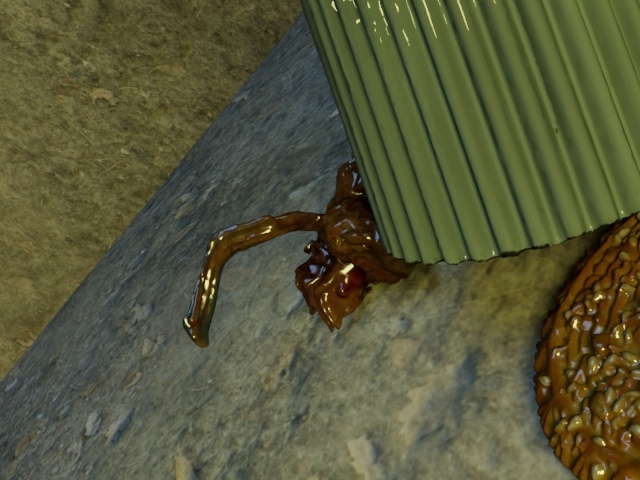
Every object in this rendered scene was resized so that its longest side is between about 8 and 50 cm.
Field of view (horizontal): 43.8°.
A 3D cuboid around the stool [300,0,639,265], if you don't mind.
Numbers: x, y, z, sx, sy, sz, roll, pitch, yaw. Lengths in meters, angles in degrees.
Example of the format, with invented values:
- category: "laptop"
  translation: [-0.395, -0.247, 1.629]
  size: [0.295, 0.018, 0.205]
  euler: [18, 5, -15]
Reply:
- category: "stool"
  translation: [0.124, -0.192, 0.623]
  size: [0.297, 0.330, 0.297]
  euler: [-23, 15, 6]

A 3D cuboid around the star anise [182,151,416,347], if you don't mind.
- category: "star anise"
  translation: [0.003, 0.010, 0.867]
  size: [0.346, 0.148, 0.237]
  euler: [-32, 19, 4]

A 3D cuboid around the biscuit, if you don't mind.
- category: "biscuit"
  translation: [0.257, 0.036, 0.483]
  size: [0.305, 0.038, 0.305]
  euler: [-39, 22, 20]
